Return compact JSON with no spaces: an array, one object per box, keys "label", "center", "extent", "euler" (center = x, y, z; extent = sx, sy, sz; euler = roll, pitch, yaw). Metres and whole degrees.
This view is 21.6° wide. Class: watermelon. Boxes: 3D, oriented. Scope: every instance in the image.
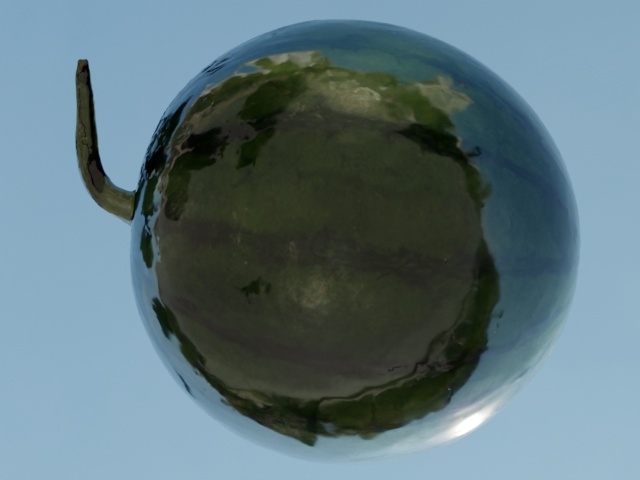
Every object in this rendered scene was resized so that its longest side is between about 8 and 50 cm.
[{"label":"watermelon","center":[0.000,0.000,0.703],"extent":[0.215,0.188,0.188],"euler":[4,-86,4]}]
